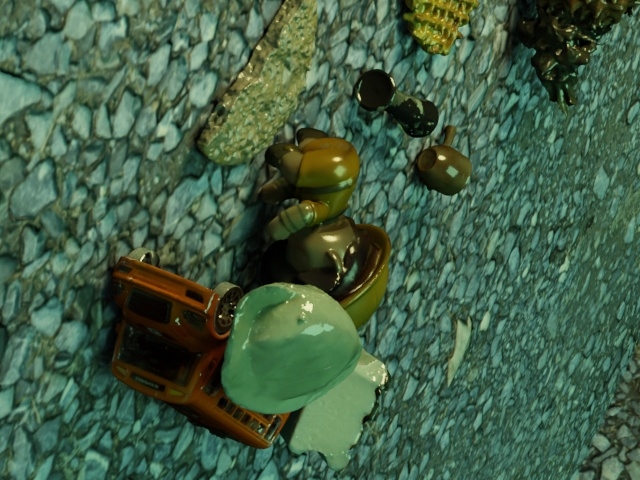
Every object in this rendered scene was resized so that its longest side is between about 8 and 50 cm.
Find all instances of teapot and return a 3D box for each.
[{"bbox_3d":[0.175,-0.120,2.396,0.080,0.085,0.110,26,55,-41],"label":"teapot"}]

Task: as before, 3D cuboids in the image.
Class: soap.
[{"bbox_3d":[0.005,0.199,2.123,0.150,0.094,0.261,-61,-172,-2],"label":"soap"}]

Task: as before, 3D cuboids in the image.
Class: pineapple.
[{"bbox_3d":[0.392,-0.373,2.460,0.223,0.223,0.357,-19,133,-57],"label":"pineapple"}]

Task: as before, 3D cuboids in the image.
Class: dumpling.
[{"bbox_3d":[-0.039,0.111,1.815,0.152,0.108,0.219,-33,137,14],"label":"dumpling"}]

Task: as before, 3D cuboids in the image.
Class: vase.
[{"bbox_3d":[0.104,-0.183,2.200,0.167,0.059,0.059,21,90,-63],"label":"vase"}]

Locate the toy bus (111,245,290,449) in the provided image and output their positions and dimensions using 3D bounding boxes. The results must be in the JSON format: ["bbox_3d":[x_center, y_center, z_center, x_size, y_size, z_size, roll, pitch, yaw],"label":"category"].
[{"bbox_3d":[-0.137,0.132,1.892,0.153,0.143,0.329,-64,154,-12],"label":"toy bus"}]

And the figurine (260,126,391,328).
[{"bbox_3d":[0.005,0.001,2.024,0.192,0.167,0.257,-76,170,-62],"label":"figurine"}]

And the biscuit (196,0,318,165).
[{"bbox_3d":[-0.061,-0.177,1.930,0.250,0.032,0.133,-59,153,-20],"label":"biscuit"}]

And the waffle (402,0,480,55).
[{"bbox_3d":[0.169,-0.339,2.229,0.191,0.038,0.191,-42,143,-42],"label":"waffle"}]
